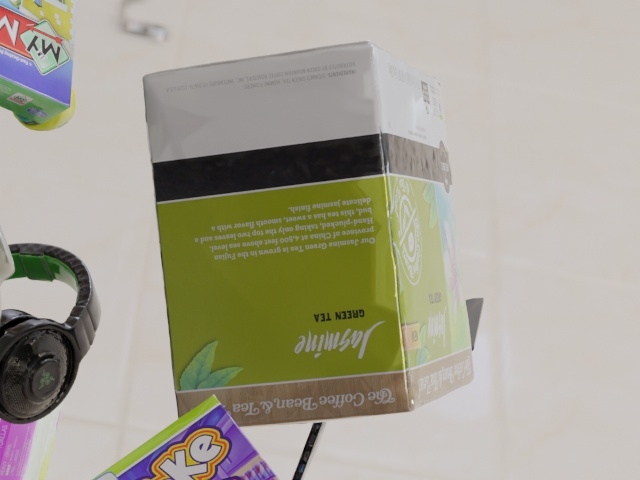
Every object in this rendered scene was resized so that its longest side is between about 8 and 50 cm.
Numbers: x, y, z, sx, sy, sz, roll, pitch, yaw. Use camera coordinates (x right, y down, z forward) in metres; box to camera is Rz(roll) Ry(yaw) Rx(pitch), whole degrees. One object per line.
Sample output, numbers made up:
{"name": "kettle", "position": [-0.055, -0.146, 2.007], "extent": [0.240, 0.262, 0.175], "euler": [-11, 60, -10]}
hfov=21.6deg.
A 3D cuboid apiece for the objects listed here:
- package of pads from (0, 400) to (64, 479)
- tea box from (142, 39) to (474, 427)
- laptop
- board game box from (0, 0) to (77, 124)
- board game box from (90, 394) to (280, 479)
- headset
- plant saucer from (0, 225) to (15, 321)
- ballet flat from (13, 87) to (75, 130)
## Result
{"name": "package of pads", "position": [-0.472, 0.273, 2.187], "extent": [0.296, 0.229, 0.101], "euler": [-86, 176, -49]}
{"name": "tea box", "position": [0.000, 0.000, 1.584], "extent": [0.329, 0.220, 0.324], "euler": [-3, 87, -75]}
{"name": "laptop", "position": [0.074, 0.187, 1.932], "extent": [0.234, 0.136, 0.264], "euler": [-53, 163, -75]}
{"name": "board game box", "position": [-0.332, -0.247, 1.352], "extent": [0.046, 0.317, 0.214], "euler": [-23, -122, 38]}
{"name": "board game box", "position": [-0.141, 0.288, 1.060], "extent": [0.233, 0.347, 0.078], "euler": [46, -14, 39]}
{"name": "headset", "position": [-0.409, 0.166, 2.008], "extent": [0.394, 0.243, 0.185], "euler": [-63, 149, -46]}
{"name": "plant saucer", "position": [-0.369, -0.050, 1.575], "extent": [0.400, 0.100, 0.400], "euler": [160, -90, -82]}
{"name": "ballet flat", "position": [-0.300, -0.214, 1.670], "extent": [0.077, 0.077, 0.231], "euler": [-1, 68, -66]}
